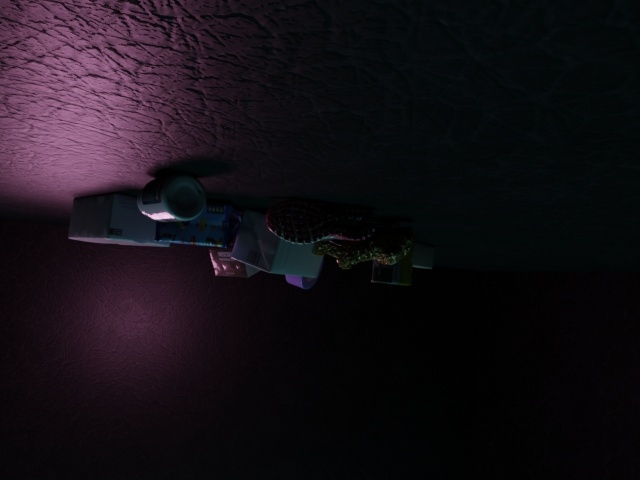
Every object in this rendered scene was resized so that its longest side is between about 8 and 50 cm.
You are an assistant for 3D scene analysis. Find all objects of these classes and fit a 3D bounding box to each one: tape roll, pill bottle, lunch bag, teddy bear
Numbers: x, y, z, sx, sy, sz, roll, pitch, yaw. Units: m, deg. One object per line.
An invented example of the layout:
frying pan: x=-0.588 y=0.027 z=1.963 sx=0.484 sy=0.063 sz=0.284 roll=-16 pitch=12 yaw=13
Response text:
tape roll: x=-0.065 y=0.105 z=2.024 sx=0.080 sy=0.188 sz=0.189 roll=19 pitch=-179 yaw=24
pill bottle: x=-0.360 y=-0.098 z=1.136 sx=0.108 sy=0.107 sz=0.180 roll=10 pitch=174 yaw=-42
lunch bag: x=-0.384 y=-0.071 z=1.571 sx=0.221 sy=0.138 sz=0.293 roll=5 pitch=-172 yaw=-1
teddy bear: x=0.134 y=0.019 z=1.557 sx=0.338 sy=0.113 sz=0.245 roll=-3 pitch=-164 yaw=15

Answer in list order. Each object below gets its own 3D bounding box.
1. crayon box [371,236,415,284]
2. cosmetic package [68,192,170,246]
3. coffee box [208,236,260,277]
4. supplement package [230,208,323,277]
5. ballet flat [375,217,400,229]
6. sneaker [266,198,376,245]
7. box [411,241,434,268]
crayon box: x=0.287 y=0.071 z=1.847 sx=0.081 sy=0.202 sz=0.319 roll=4 pitch=174 yaw=24
cosmetic package: x=-0.703 y=-0.065 z=1.679 sx=0.385 sy=0.156 sz=0.217 roll=0 pitch=173 yaw=43
coffee box: x=-0.254 y=0.032 z=1.837 sx=0.168 sy=0.118 sz=0.297 roll=1 pitch=-161 yaw=33
supplement package: x=-0.128 y=0.016 z=1.648 sx=0.178 sy=0.175 sz=0.293 roll=18 pitch=-178 yaw=31
ballet flat: x=0.166 y=-0.045 z=1.510 sx=0.173 sy=0.049 sz=0.057 roll=4 pitch=174 yaw=20
sneaker: x=-0.002 y=-0.042 z=1.329 sx=0.300 sy=0.120 sz=0.112 roll=6 pitch=177 yaw=-11
box: x=0.406 y=0.061 z=2.157 sx=0.094 sy=0.113 sz=0.275 roll=2 pitch=173 yaw=39
